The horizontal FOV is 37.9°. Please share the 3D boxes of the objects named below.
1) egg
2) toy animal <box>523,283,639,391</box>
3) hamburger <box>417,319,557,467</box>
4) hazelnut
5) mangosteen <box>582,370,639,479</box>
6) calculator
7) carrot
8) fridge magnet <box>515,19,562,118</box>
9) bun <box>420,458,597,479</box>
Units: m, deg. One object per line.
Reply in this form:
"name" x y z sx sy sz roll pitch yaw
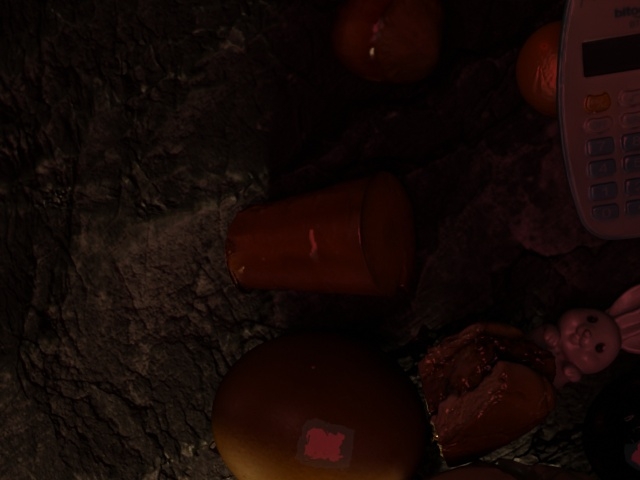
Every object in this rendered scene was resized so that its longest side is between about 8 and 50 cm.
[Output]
"egg" -0.005 0.280 1.429 0.351 0.283 0.282 -1 101 34
"toy animal" 0.417 0.137 1.367 0.221 0.131 0.103 -27 70 17
"hamburger" 0.236 0.226 1.369 0.245 0.282 0.155 -18 57 17
"hazelnut" 0.103 -0.308 1.358 0.182 0.182 0.182 3 101 16
"mangosteen" 0.486 0.300 1.360 0.194 0.194 0.230 -17 130 18
"calculator" 0.455 -0.178 1.297 0.256 0.054 0.386 -9 102 -1
"carrot" 0.000 0.000 1.455 0.254 0.196 0.196 -5 99 28
"fridge magnet" 0.354 -0.246 1.344 0.143 0.063 0.143 3 101 14
"bun" 0.279 0.418 1.323 0.361 0.361 0.213 9 75 14
